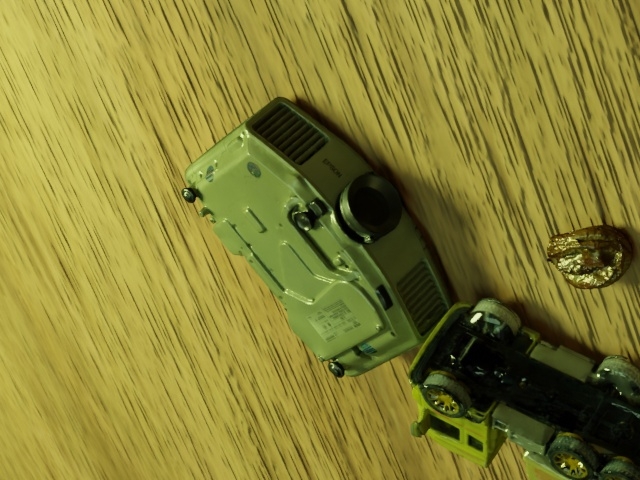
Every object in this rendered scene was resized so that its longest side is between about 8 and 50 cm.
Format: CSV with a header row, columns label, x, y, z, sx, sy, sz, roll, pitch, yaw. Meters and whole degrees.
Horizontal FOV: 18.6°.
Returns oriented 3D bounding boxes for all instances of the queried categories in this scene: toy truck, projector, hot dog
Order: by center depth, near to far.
label,x,y,z,sx,sy,sz,roll,pitch,yaw
hot dog,0.234,0.013,1.716,0.083,0.035,0.058,-14,116,47
toy truck,0.219,0.177,1.807,0.272,0.124,0.157,25,147,20
projector,0.000,0.000,1.873,0.269,0.088,0.193,51,144,-5
